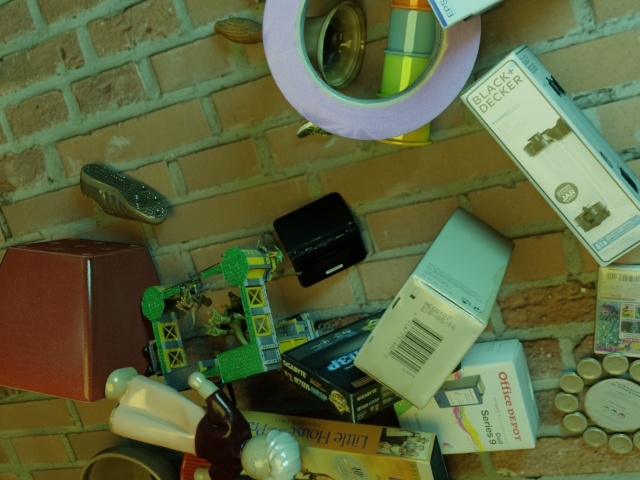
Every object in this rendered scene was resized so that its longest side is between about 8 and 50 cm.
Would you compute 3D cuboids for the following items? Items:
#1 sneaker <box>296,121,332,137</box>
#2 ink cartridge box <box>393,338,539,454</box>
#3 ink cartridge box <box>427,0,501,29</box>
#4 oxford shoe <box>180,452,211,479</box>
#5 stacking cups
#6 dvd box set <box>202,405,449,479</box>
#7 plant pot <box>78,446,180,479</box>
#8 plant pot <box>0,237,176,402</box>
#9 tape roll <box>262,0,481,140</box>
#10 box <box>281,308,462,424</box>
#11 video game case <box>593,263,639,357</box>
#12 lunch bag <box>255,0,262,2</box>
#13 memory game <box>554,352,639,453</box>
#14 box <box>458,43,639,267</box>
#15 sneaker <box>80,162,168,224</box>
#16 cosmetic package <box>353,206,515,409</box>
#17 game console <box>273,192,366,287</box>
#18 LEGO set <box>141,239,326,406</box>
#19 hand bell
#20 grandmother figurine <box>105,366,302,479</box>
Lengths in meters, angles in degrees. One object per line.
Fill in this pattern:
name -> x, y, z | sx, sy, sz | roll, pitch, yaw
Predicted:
sneaker -> 0.000, -0.179, 1.152 | 0.083, 0.031, 0.035 | -25, 98, 27
ink cartridge box -> 0.232, 0.256, 1.175 | 0.212, 0.093, 0.154 | -11, 103, 23
ink cartridge box -> 0.223, -0.382, 0.865 | 0.333, 0.065, 0.165 | -31, 97, -17
oxford shoe -> -0.214, 0.490, 1.439 | 0.097, 0.098, 0.271 | 5, 91, 25
stacking cups -> 0.126, -0.298, 1.031 | 0.096, 0.096, 0.316 | 8, 109, 19
dvd box set -> 0.016, 0.421, 1.268 | 0.420, 0.062, 0.307 | 1, 133, 22
plant pot -> -0.369, 0.514, 1.491 | 0.237, 0.110, 0.237 | 6, 109, 19
plant pot -> -0.437, 0.124, 1.318 | 0.267, 0.267, 0.235 | 6, 97, 20
tape roll -> 0.065, -0.273, 0.948 | 0.275, 0.090, 0.274 | 1, 104, 3
box -> 0.078, 0.184, 1.109 | 0.175, 0.220, 0.051 | 21, 122, 51
video game case -> 0.488, 0.107, 1.064 | 0.157, 0.019, 0.143 | 3, 109, 20
lunch bag -> -0.079, -0.405, 1.095 | 0.083, 0.053, 0.071 | -11, 102, 34
memory game -> 0.458, 0.253, 1.120 | 0.186, 0.012, 0.186 | 9, 117, 19
box -> 0.322, -0.122, 0.968 | 0.087, 0.169, 0.290 | -40, 89, 28
sneaker -> -0.358, -0.072, 1.323 | 0.188, 0.066, 0.071 | 32, 133, 14
cosmetic package -> 0.170, 0.081, 1.019 | 0.113, 0.309, 0.160 | 35, 118, 8
game console -> 0.000, 0.000, 1.191 | 0.122, 0.071, 0.107 | -26, 129, -7
LEGO set -> -0.139, 0.144, 1.265 | 0.331, 0.192, 0.255 | -33, 70, 34
hand bell -> -0.065, -0.314, 1.107 | 0.242, 0.126, 0.126 | 18, 114, 28
grandmother figurine -> -0.185, 0.315, 1.165 | 0.342, 0.104, 0.207 | 13, 126, 23
